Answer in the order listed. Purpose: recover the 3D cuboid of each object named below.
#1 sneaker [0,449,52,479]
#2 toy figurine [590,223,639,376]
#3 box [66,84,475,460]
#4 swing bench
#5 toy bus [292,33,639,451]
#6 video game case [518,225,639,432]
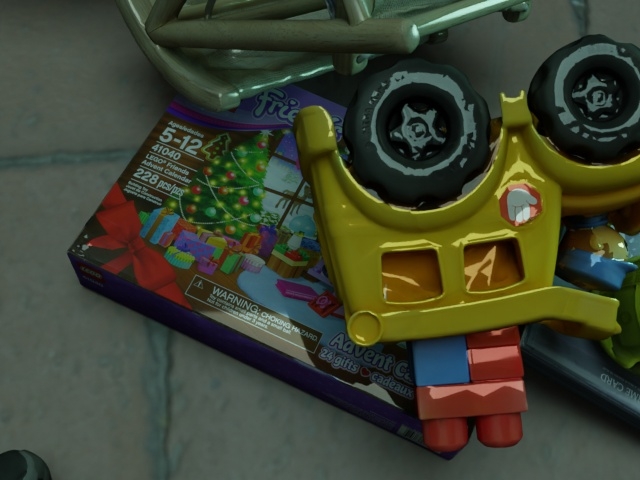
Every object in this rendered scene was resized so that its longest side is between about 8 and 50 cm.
[{"bbox_3d":[-0.259,0.213,0.424,0.106,0.101,0.267,32,64,14],"label":"sneaker"},{"bbox_3d":[0.363,-0.035,0.500,0.362,0.217,0.191,-7,75,-20],"label":"toy figurine"},{"bbox_3d":[0.000,0.000,0.579,0.293,0.057,0.201,24,63,7],"label":"box"},{"bbox_3d":[0.026,-0.201,0.563,0.253,0.254,0.165,-27,100,-37],"label":"swing bench"},{"bbox_3d":[0.106,0.008,0.464,0.220,0.149,0.211,-9,82,1],"label":"toy bus"},{"bbox_3d":[0.258,0.009,0.589,0.196,0.026,0.274,30,62,-9],"label":"video game case"}]
